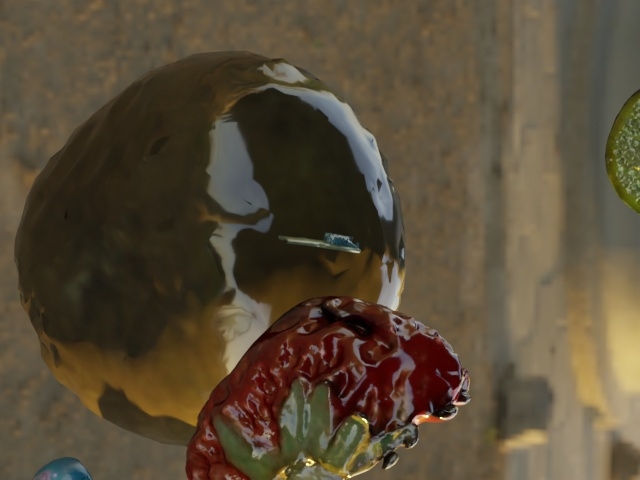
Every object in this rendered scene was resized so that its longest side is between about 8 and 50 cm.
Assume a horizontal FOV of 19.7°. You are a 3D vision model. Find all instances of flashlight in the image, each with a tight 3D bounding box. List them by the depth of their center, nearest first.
[{"bbox_3d":[-0.193,0.221,1.425,0.051,0.051,0.129,-70,161,-45],"label":"flashlight"}]

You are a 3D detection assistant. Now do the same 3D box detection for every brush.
[{"bbox_3d":[0.000,0.000,1.537,0.084,0.016,0.013,6,106,-41],"label":"brush"}]

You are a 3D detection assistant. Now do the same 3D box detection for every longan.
[{"bbox_3d":[-0.105,0.013,1.969,0.404,0.436,0.404,38,29,-26],"label":"longan"}]

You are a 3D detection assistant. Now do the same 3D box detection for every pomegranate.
[{"bbox_3d":[0.347,-0.072,1.659,0.122,0.169,0.143,10,95,-30],"label":"pomegranate"}]

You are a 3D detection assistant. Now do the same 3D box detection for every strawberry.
[{"bbox_3d":[0.007,0.127,1.529,0.150,0.253,0.280,55,34,1],"label":"strawberry"}]
